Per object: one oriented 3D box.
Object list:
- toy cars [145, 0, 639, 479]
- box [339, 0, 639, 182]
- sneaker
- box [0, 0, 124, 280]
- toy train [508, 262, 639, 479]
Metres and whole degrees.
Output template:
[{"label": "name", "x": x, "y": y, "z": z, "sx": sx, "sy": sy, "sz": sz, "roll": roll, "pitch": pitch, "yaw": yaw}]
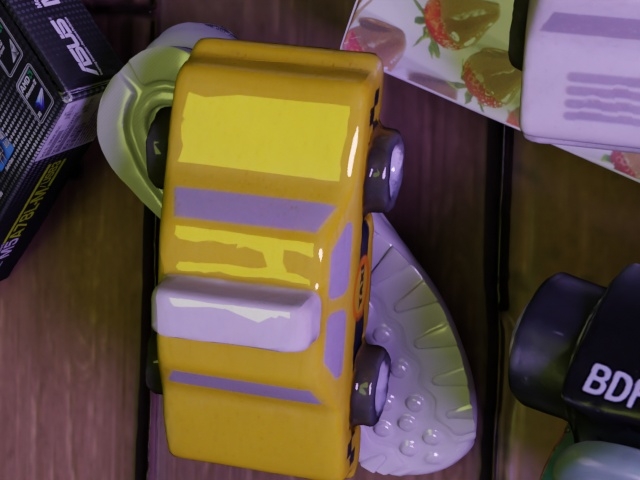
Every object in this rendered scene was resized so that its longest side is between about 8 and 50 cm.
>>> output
[{"label": "toy cars", "x": 0.045, "y": -0.047, "z": 0.576, "sx": 0.176, "sy": 0.087, "sz": 0.393, "roll": 45, "pitch": 112, "yaw": -3}, {"label": "box", "x": 0.162, "y": -0.045, "z": 0.626, "sx": 0.324, "sy": 0.067, "sz": 0.063, "roll": 26, "pitch": 104, "yaw": 24}, {"label": "sneaker", "x": 0.000, "y": 0.000, "z": 0.704, "sx": 0.090, "sy": 0.095, "sz": 0.235, "roll": -31, "pitch": 99, "yaw": 19}, {"label": "box", "x": -0.188, "y": -0.093, "z": 0.771, "sx": 0.184, "sy": 0.045, "sz": 0.191, "roll": 55, "pitch": 138, "yaw": 11}, {"label": "toy train", "x": 0.225, "y": 0.105, "z": 0.537, "sx": 0.334, "sy": 0.190, "sz": 0.142, "roll": 18, "pitch": 67, "yaw": 28}]
